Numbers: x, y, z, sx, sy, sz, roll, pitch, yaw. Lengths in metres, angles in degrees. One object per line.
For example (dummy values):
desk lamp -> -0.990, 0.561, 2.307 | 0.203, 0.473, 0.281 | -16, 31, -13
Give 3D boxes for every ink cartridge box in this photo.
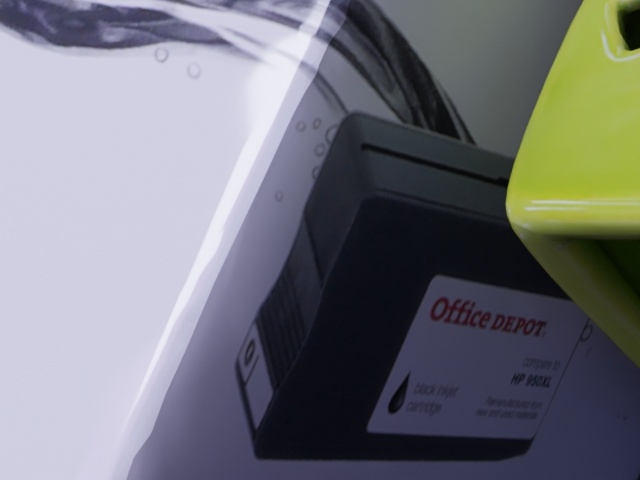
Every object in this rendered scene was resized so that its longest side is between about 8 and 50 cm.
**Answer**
ink cartridge box -> 0.000, 0.000, 0.644 | 0.166, 0.285, 0.395 | 21, 84, 37

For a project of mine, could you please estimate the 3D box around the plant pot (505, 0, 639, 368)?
plant pot -> 0.217, -0.048, 0.567 | 0.227, 0.228, 0.207 | 3, 68, 35
